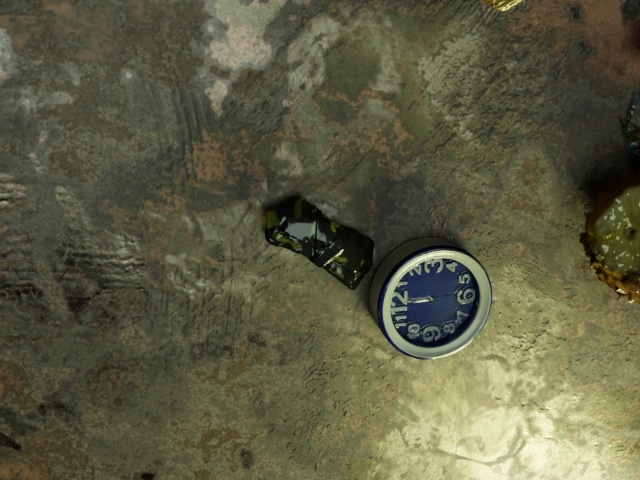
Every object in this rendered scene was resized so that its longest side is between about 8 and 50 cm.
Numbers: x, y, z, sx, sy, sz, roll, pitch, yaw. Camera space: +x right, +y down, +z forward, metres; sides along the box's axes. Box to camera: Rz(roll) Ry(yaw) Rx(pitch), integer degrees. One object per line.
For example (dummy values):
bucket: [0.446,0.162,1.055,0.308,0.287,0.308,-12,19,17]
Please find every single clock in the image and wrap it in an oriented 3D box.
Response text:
clock: [0.212,0.110,1.712,0.230,0.083,0.231,-4,111,-12]

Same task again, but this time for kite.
kite: [0.659,-0.195,1.745,0.182,0.010,0.160,21,116,-5]

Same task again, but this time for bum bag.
bum bag: [0.000,0.000,1.629,0.232,0.060,0.107,32,88,-24]

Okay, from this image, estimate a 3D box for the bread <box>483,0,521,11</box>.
bread: [0.268,-0.473,1.454,0.239,0.240,0.139,25,110,-21]

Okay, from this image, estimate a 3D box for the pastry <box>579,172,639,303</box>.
pastry: [0.718,-0.014,1.671,0.337,0.405,0.293,1,70,-44]
